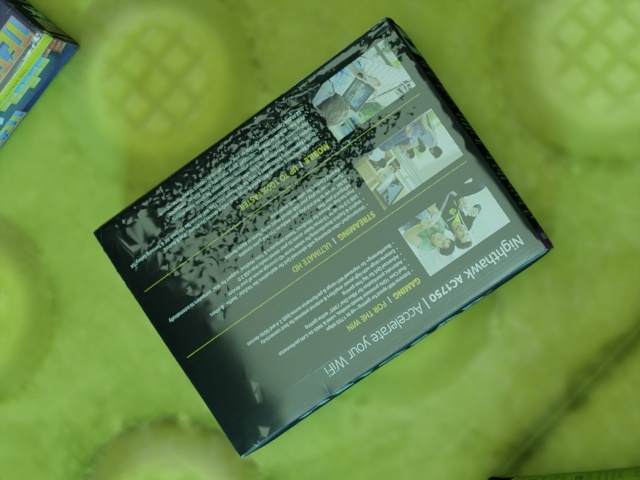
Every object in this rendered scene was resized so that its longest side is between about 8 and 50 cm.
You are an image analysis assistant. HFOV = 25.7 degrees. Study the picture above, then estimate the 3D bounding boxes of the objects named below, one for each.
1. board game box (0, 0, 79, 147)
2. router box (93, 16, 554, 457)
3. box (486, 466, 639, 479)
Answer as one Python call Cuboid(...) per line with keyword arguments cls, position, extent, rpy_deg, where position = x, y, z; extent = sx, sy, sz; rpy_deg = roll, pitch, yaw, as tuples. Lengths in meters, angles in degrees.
Cuboid(cls="board game box", position=(-0.232, -0.081, 0.726), extent=(0.141, 0.048, 0.170), rpy_deg=(41, 98, 8))
Cuboid(cls="router box", position=(0.000, 0.000, 0.673), extent=(0.179, 0.046, 0.133), rpy_deg=(-35, 83, 11))
Cuboid(cls="box", position=(0.190, 0.141, 0.623), extent=(0.232, 0.058, 0.087), rpy_deg=(-6, 88, 12))
